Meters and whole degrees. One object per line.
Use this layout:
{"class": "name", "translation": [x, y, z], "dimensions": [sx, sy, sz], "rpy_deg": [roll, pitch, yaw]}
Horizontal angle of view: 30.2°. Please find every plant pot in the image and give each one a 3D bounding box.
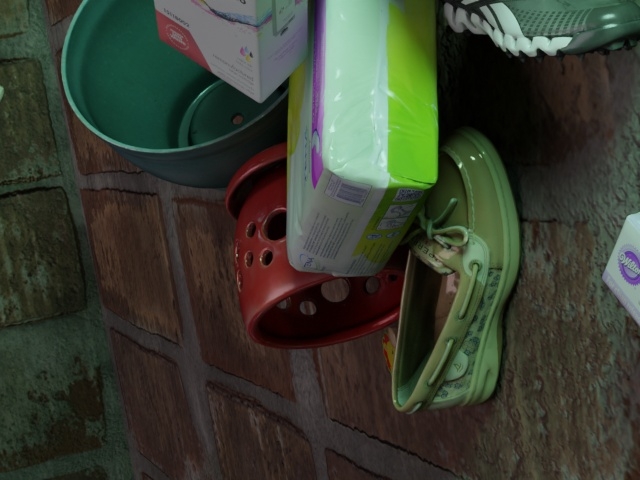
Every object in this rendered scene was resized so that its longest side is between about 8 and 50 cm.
{"class": "plant pot", "translation": [0.000, 0.000, 1.226], "dimensions": [0.191, 0.191, 0.174], "rpy_deg": [116, 146, -57]}
{"class": "plant pot", "translation": [-0.115, -0.175, 1.328], "dimensions": [0.293, 0.293, 0.196], "rpy_deg": [64, -179, 31]}

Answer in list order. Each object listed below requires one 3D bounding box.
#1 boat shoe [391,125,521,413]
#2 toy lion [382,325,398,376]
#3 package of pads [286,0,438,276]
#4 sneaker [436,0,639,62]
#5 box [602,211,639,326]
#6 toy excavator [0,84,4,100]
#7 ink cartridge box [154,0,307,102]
{"class": "boat shoe", "translation": [0.116, 0.037, 1.078], "dimensions": [0.104, 0.089, 0.285], "rpy_deg": [-137, 41, -56]}
{"class": "toy lion", "translation": [0.094, 0.137, 1.272], "dimensions": [0.096, 0.034, 0.100], "rpy_deg": [102, 148, -59]}
{"class": "package of pads", "translation": [0.031, -0.137, 1.032], "dimensions": [0.229, 0.101, 0.297], "rpy_deg": [113, 161, -67]}
{"class": "sneaker", "translation": [0.152, -0.196, 0.877], "dimensions": [0.234, 0.078, 0.106], "rpy_deg": [-142, 42, -61]}
{"class": "box", "translation": [0.291, 0.108, 0.722], "dimensions": [0.067, 0.063, 0.324], "rpy_deg": [102, 148, -44]}
{"class": "toy excavator", "translation": [-0.323, -0.384, 1.445], "dimensions": [0.222, 0.445, 0.433], "rpy_deg": [-143, 45, -59]}
{"class": "ink cartridge box", "translation": [-0.072, -0.213, 0.909], "dimensions": [0.115, 0.067, 0.198], "rpy_deg": [33, 153, 19]}
